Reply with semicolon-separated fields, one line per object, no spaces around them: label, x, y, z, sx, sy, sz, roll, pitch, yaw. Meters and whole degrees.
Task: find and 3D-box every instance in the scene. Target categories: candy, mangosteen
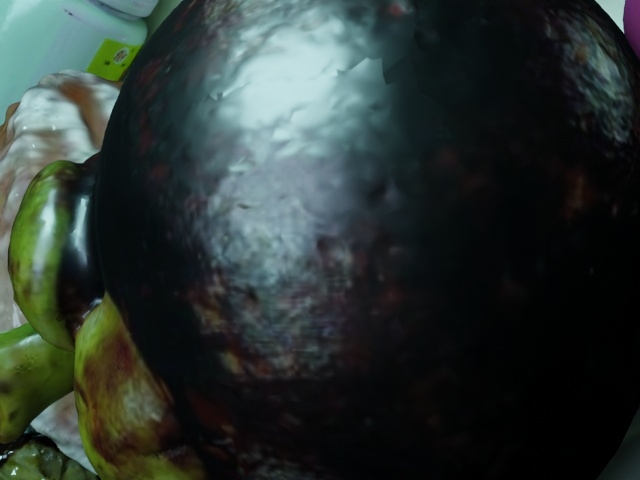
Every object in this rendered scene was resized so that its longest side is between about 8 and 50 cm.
candy;-0.128;0.016;0.668;0.157;0.214;0.290;-42;59;27
mangosteen;0.013;0.001;0.475;0.313;0.297;0.297;2;80;42

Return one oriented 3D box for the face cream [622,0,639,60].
face cream;0.239;-0.055;0.392;0.175;0.175;0.195;-37;56;29

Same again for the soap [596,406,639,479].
soap;0.129;0.151;0.363;0.159;0.302;0.258;-41;55;36

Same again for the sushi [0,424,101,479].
sushi;-0.220;0.226;0.761;0.115;0.147;0.213;25;113;36

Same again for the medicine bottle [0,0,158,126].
medicine bottle;-0.233;-0.179;0.863;0.225;0.139;0.139;-53;51;18
